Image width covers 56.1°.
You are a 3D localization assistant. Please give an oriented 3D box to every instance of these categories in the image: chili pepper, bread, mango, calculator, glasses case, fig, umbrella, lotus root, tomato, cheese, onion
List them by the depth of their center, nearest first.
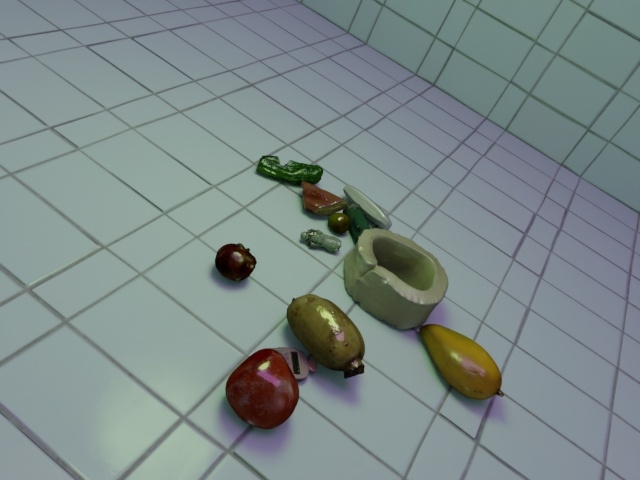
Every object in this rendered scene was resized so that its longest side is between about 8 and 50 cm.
[{"bbox_3d":[-0.128,0.350,1.435,0.187,0.151,0.187,22,34,-15],"label":"tomato"},{"bbox_3d":[-0.087,0.328,1.590,0.166,0.024,0.103,10,39,-19],"label":"calculator"},{"bbox_3d":[0.022,0.256,1.635,0.160,0.146,0.284,0,43,-50],"label":"lotus root"},{"bbox_3d":[-0.250,0.059,1.736,0.117,0.118,0.119,20,30,30],"label":"onion"},{"bbox_3d":[0.421,0.359,1.801,0.177,0.119,0.317,-12,42,-37],"label":"mango"},{"bbox_3d":[0.234,0.116,1.935,0.332,0.153,0.292,29,36,4],"label":"cheese"},{"bbox_3d":[0.000,0.000,2.016,0.144,0.062,0.067,16,69,-17],"label":"umbrella"},{"bbox_3d":[0.060,-0.065,2.117,0.074,0.073,0.088,-14,33,-42],"label":"fig"},{"bbox_3d":[-0.010,-0.139,2.147,0.193,0.067,0.119,29,52,18],"label":"bread"},{"bbox_3d":[-0.114,-0.256,2.232,0.254,0.083,0.099,10,38,-14],"label":"chili pepper"},{"bbox_3d":[0.175,-0.125,2.245,0.233,0.059,0.092,44,-1,22],"label":"glasses case"}]

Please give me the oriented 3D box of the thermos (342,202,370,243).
[{"bbox_3d":[0.141,-0.048,2.136,0.073,0.083,0.187,-3,46,-20],"label":"thermos"}]
